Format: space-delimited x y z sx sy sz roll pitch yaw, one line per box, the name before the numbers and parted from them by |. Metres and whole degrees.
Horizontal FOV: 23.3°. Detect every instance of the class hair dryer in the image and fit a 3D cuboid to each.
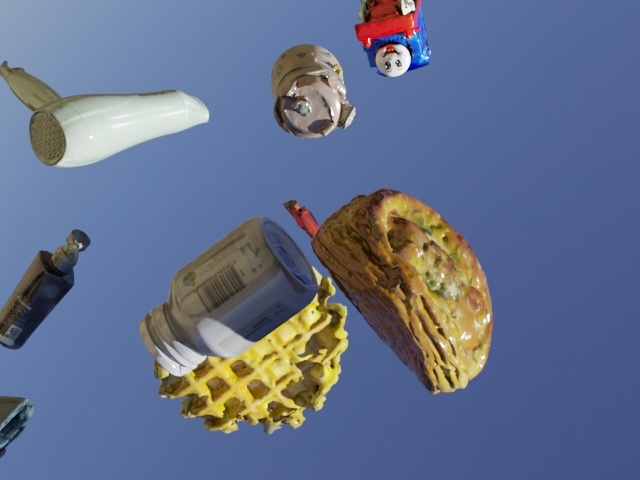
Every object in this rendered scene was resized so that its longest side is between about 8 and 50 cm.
hair dryer | -0.274 -0.161 1.740 0.237 0.075 0.206 28 -148 36

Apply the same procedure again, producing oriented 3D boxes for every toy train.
toy train | 0.103 -0.287 2.165 0.083 0.131 0.204 -10 -161 10

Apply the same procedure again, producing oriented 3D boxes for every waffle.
waffle | -0.094 0.152 2.143 0.060 0.262 0.280 -107 -155 -61

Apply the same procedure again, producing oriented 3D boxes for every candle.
candle | 0.001 0.000 2.229 0.026 0.167 0.021 -32 -143 8

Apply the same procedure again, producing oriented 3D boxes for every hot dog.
hot dog | 0.116 0.063 1.911 0.122 0.272 0.196 -35 -173 36

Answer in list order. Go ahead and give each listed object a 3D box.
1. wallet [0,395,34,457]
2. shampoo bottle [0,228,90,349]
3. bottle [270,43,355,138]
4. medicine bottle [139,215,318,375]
wallet | -0.497 0.179 1.556 0.190 0.379 0.046 -65 161 -76
shampoo bottle | -0.389 0.067 2.181 0.207 0.057 0.063 -51 -152 25
bottle | -0.012 -0.171 1.867 0.099 0.099 0.152 -43 -160 13
medicine bottle | -0.122 0.077 1.982 0.215 0.135 0.135 -36 -159 15
